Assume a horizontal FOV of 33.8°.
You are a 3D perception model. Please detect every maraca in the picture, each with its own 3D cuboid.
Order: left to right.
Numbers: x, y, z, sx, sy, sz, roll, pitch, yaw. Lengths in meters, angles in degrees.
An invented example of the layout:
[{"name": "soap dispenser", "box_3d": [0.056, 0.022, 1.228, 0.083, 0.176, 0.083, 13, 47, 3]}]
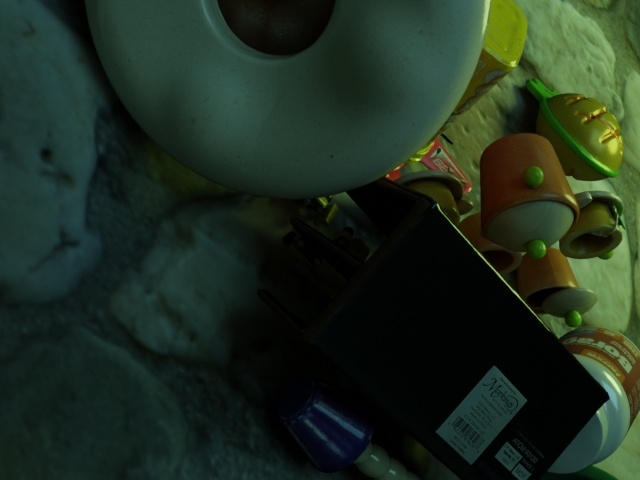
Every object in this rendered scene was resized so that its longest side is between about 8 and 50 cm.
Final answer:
[{"name": "maraca", "box_3d": [0.332, -0.149, 1.386, 0.127, 0.099, 0.185, 25, 30, -39]}]

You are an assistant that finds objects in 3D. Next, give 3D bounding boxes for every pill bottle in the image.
[{"name": "pill bottle", "box_3d": [0.278, 0.171, 1.131, 0.216, 0.121, 0.121, -19, 87, -64]}]

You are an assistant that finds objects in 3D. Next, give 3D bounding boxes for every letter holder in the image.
[{"name": "letter holder", "box_3d": [0.082, 0.080, 0.975, 0.152, 0.214, 0.302, -49, 123, -5]}]

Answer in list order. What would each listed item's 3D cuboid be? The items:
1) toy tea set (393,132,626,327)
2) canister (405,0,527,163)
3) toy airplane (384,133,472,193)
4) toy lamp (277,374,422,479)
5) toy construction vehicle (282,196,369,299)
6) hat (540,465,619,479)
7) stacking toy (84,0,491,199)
[{"name": "toy tea set", "box_3d": [0.225, 0.015, 1.128, 0.336, 0.200, 0.124, 27, 46, -42]}, {"name": "canister", "box_3d": [0.133, -0.173, 1.102, 0.073, 0.170, 0.126, 36, 43, -13]}, {"name": "toy airplane", "box_3d": [0.102, -0.094, 1.167, 0.151, 0.028, 0.151, 22, 48, -27]}, {"name": "toy lamp", "box_3d": [0.070, 0.216, 0.966, 0.275, 0.080, 0.080, 41, 48, -28]}, {"name": "toy construction vehicle", "box_3d": [0.000, 0.000, 1.026, 0.098, 0.035, 0.086, 48, 38, -18]}, {"name": "hat", "box_3d": [0.261, 0.353, 1.141, 0.208, 0.183, 0.173, 1, 50, -1]}, {"name": "stacking toy", "box_3d": [0.036, -0.254, 1.014, 0.350, 0.351, 0.480, 63, 27, -4]}]
